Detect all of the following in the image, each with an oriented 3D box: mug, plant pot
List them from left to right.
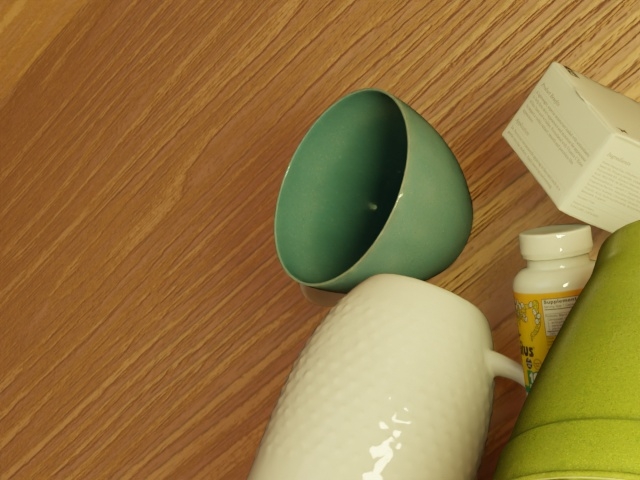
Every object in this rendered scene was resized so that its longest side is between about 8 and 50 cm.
[{"bbox_3d":[0.099,-0.044,2.442,0.290,0.195,0.290,-31,48,42],"label":"plant pot"},{"bbox_3d":[0.126,0.234,2.217,0.374,0.276,0.328,14,74,26],"label":"mug"},{"bbox_3d":[0.379,0.177,1.826,0.366,0.366,0.353,-20,43,48],"label":"plant pot"}]

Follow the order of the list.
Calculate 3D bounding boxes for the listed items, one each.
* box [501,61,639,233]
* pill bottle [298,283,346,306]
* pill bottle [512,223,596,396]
[{"bbox_3d":[0.351,-0.103,2.135,0.119,0.182,0.181,-56,35,21],"label":"box"},{"bbox_3d":[0.000,0.000,2.636,0.108,0.108,0.193,-50,37,25],"label":"pill bottle"},{"bbox_3d":[0.294,0.089,2.090,0.118,0.118,0.208,2,102,55],"label":"pill bottle"}]
